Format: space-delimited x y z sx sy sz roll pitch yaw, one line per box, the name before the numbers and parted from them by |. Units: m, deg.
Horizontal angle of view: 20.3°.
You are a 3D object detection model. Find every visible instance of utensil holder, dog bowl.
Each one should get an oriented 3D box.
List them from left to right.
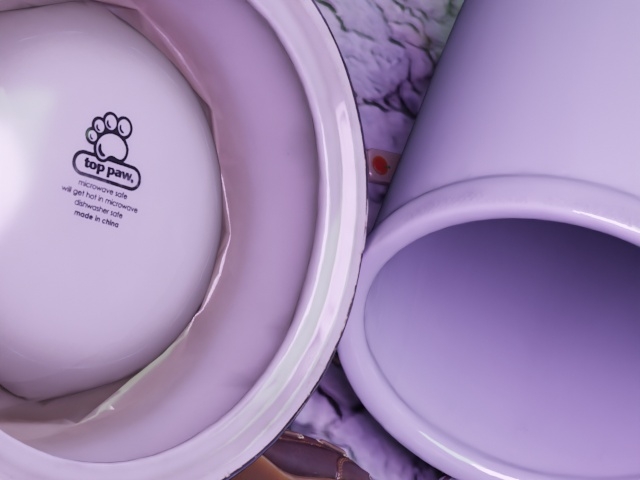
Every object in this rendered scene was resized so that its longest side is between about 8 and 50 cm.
dog bowl | -0.165 -0.028 1.184 0.408 0.150 0.408 -1 91 -40
utensil holder | 0.218 -0.035 1.421 0.327 0.327 0.385 42 44 -21

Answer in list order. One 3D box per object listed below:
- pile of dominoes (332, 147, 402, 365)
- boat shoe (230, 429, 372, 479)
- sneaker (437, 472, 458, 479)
pile of dominoes | 0.000 0.000 1.441 0.251 0.040 0.196 10 69 -37
boat shoe | -0.049 0.171 1.327 0.207 0.073 0.073 23 24 -36
sneaker | 0.190 0.280 1.460 0.281 0.106 0.162 52 47 -13
